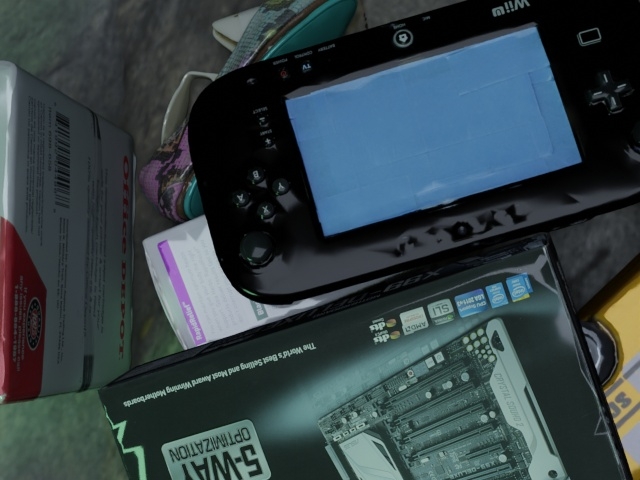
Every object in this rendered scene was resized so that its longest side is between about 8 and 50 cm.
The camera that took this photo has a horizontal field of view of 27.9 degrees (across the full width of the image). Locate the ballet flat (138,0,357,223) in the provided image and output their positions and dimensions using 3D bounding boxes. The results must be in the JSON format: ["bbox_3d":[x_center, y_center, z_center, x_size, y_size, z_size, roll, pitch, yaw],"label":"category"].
[{"bbox_3d":[-0.065,-0.117,0.967,0.079,0.077,0.221,35,89,25],"label":"ballet flat"}]

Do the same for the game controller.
[{"bbox_3d":[0.074,-0.069,0.858,0.319,0.067,0.167,-16,84,2],"label":"game controller"}]

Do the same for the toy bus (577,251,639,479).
[{"bbox_3d":[0.250,0.067,0.910,0.332,0.108,0.130,-43,84,0],"label":"toy bus"}]

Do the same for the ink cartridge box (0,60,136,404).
[{"bbox_3d":[-0.212,0.004,0.863,0.114,0.273,0.197,0,86,7],"label":"ink cartridge box"}]

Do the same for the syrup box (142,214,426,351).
[{"bbox_3d":[0.000,0.000,0.938,0.236,0.093,0.096,-21,85,2],"label":"syrup box"}]

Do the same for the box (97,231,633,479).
[{"bbox_3d":[0.040,0.157,0.836,0.307,0.076,0.243,-18,93,13],"label":"box"}]
